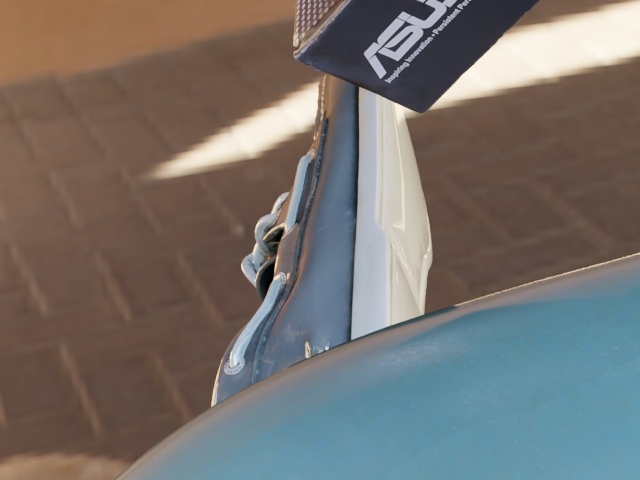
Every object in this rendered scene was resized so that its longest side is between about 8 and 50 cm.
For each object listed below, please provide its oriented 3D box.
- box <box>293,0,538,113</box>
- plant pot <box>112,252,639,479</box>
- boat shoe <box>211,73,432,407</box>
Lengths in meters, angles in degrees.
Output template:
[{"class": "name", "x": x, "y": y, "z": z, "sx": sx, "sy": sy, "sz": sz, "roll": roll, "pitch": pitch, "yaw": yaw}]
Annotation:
[{"class": "box", "x": 0.073, "y": -0.213, "z": 0.719, "sx": 0.060, "sy": 0.216, "sz": 0.270, "roll": 23, "pitch": 49, "yaw": -24}, {"class": "plant pot", "x": 0.050, "y": 0.153, "z": 0.573, "sx": 0.235, "sy": 0.293, "sz": 0.293, "roll": -9, "pitch": 20, "yaw": -14}, {"class": "boat shoe", "x": 0.000, "y": 0.000, "z": 1.014, "sx": 0.099, "sy": 0.116, "sz": 0.319, "roll": -13, "pitch": 35, "yaw": 11}]
